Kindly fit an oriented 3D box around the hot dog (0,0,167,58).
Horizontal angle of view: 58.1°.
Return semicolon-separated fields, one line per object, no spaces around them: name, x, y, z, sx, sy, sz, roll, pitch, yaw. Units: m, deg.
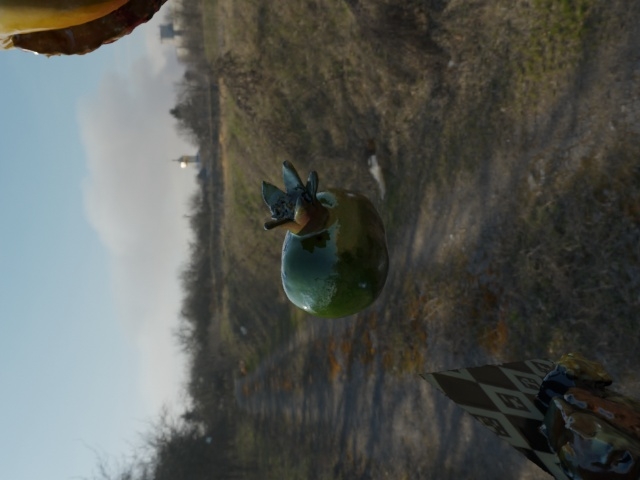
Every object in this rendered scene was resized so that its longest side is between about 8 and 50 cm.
hot dog;-0.234;-0.368;0.579;0.185;0.223;0.404;17;93;55

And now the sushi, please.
sushi;0.297;0.177;0.582;0.294;0.292;0.059;32;108;46

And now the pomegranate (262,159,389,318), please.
pomegranate;0.000;0.000;0.663;0.191;0.131;0.151;42;-143;-46
